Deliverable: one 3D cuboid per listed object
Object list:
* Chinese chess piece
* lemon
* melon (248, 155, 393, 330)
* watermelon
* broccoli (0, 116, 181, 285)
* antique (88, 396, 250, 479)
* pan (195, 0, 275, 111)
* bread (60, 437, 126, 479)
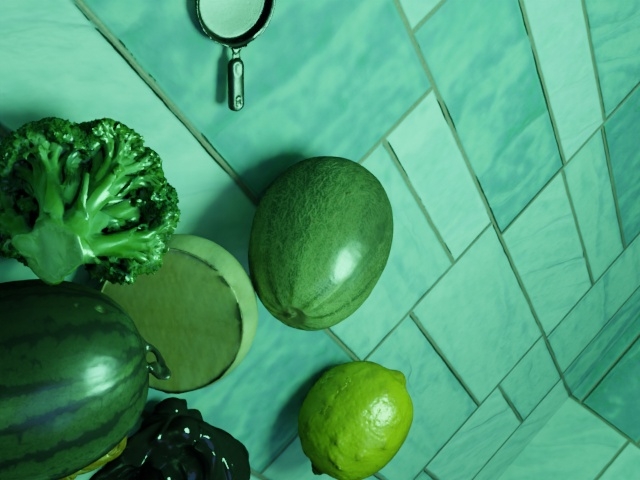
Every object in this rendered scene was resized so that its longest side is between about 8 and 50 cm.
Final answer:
[{"bbox_3d":[-0.228,0.117,1.099,0.104,0.257,0.257,-57,172,-75],"label":"Chinese chess piece"},{"bbox_3d":[0.081,0.409,1.572,0.260,0.260,0.284,15,111,-46],"label":"lemon"},{"bbox_3d":[0.000,0.000,1.183,0.249,0.248,0.329,68,31,-44],"label":"melon"},{"bbox_3d":[-0.395,0.192,0.937,0.359,0.279,0.279,-13,127,-19],"label":"watermelon"},{"bbox_3d":[-0.327,-0.037,0.927,0.261,0.242,0.269,-35,109,10],"label":"broccoli"},{"bbox_3d":[-0.278,0.460,1.338,0.255,0.185,0.322,-49,130,2],"label":"antique"},{"bbox_3d":[-0.132,-0.314,1.041,0.136,0.028,0.235,-15,123,-34],"label":"pan"},{"bbox_3d":[-0.441,0.323,1.131,0.236,0.120,0.198,-24,134,-28],"label":"bread"}]
